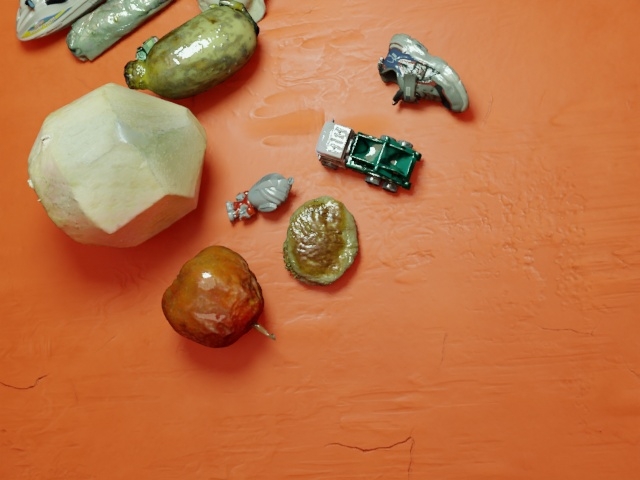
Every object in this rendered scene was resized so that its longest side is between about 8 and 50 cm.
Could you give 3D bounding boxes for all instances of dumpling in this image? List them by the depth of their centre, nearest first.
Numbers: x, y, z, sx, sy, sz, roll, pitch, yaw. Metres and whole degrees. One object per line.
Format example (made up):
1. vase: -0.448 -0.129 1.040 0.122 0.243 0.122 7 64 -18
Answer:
1. dumpling: -0.181 -0.544 1.552 0.169 0.100 0.134 -38 109 -4

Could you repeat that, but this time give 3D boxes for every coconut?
1. coconut: -0.399 -0.165 1.428 0.352 0.352 0.353 -1 84 9

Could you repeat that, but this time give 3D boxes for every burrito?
1. burrito: -0.459 -0.529 1.607 0.309 0.066 0.096 -32 85 5

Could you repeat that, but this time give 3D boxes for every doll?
1. doll: -0.131 -0.095 1.510 0.180 0.079 0.094 -25 56 19

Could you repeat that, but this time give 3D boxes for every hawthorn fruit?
1. hawthorn fruit: -0.192 0.138 1.438 0.243 0.207 0.207 35 90 6

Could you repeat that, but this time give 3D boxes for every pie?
1. pie: 0.000 0.000 1.475 0.163 0.079 0.194 2 85 6

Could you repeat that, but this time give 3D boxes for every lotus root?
1. lotus root: -0.271 -0.394 1.496 0.309 0.173 0.173 -31 80 -7

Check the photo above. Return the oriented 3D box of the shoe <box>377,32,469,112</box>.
1. shoe: 0.205 -0.330 1.460 0.125 0.099 0.227 -44 74 -6

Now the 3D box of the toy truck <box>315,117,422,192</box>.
1. toy truck: 0.098 -0.184 1.456 0.216 0.116 0.110 20 88 10

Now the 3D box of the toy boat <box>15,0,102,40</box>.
1. toy boat: -0.602 -0.566 1.594 0.269 0.141 0.141 -27 81 -3

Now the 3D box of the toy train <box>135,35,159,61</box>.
1. toy train: -0.368 -0.395 1.592 0.071 0.038 0.148 -34 81 5
